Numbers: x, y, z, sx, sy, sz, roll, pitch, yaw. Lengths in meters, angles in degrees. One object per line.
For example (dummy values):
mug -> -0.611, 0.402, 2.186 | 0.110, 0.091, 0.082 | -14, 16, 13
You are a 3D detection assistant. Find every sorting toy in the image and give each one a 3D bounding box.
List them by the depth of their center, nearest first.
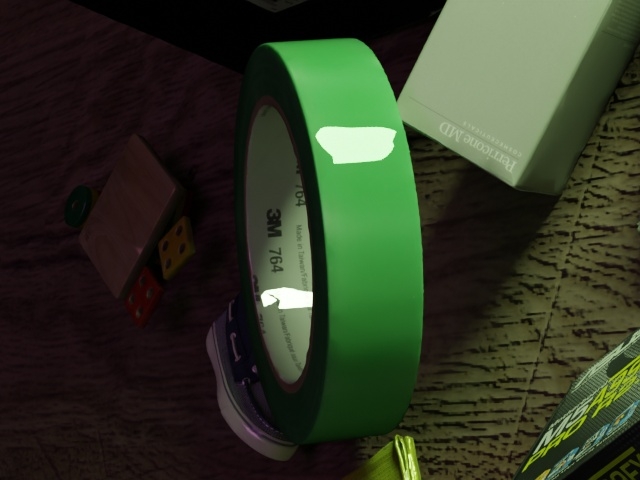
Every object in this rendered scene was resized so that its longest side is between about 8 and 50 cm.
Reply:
sorting toy -> -0.177, -0.017, 2.005 | 0.132, 0.046, 0.274 | -61, 34, 14

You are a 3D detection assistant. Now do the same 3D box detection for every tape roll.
tape roll -> 0.000, 0.000, 1.584 | 0.321, 0.077, 0.321 | 174, 90, -76

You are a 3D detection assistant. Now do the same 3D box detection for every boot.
boot -> -0.049, 0.105, 1.736 | 0.086, 0.069, 0.190 | -59, 33, 23

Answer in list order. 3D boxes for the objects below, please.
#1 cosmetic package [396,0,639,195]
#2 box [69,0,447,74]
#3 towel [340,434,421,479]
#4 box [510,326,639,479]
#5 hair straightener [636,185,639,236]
cosmetic package -> 0.168, -0.165, 1.494 | 0.127, 0.107, 0.238 | 30, 99, 26
box -> -0.005, -0.450, 1.755 | 0.480, 0.297, 0.471 | -13, 62, 53
towel -> 0.052, 0.276, 1.549 | 0.102, 0.021, 0.237 | -40, 44, 38
box -> 0.229, 0.091, 1.233 | 0.270, 0.060, 0.216 | -44, 2, 38
hair straightener -> 0.267, -0.109, 1.405 | 0.089, 0.047, 0.230 | 5, 78, 56
